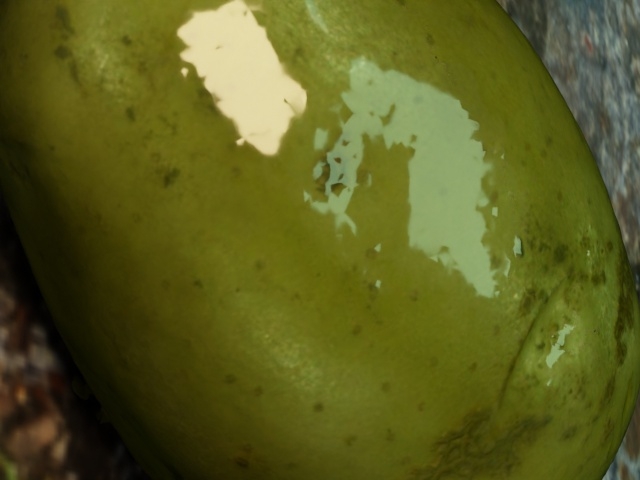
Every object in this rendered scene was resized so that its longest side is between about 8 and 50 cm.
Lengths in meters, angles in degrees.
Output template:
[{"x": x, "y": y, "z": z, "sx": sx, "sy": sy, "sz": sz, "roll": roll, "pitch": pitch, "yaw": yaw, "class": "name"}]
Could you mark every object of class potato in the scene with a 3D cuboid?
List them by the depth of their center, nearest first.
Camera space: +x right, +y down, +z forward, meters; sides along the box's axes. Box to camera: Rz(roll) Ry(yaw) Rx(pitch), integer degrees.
[{"x": 0.003, "y": -0.001, "z": 0.615, "sx": 0.216, "sy": 0.216, "sz": 0.304, "roll": -58, "pitch": 134, "yaw": -51, "class": "potato"}]
